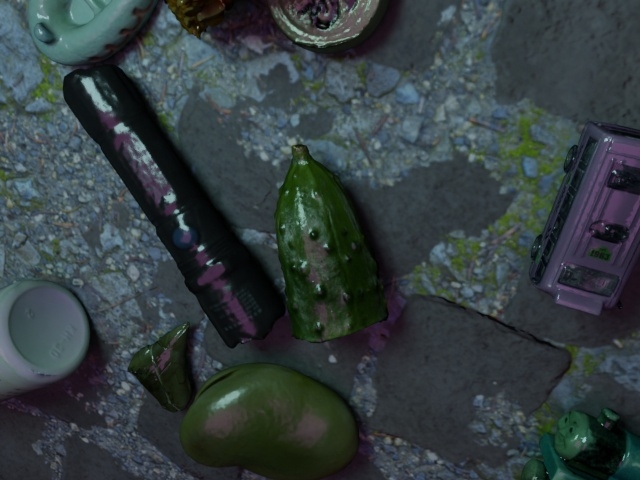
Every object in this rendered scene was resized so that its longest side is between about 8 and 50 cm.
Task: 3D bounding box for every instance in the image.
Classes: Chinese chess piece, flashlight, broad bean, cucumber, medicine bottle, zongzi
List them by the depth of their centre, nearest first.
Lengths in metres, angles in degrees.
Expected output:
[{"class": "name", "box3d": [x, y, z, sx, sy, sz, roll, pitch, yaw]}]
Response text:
[{"class": "Chinese chess piece", "box3d": [0.007, -0.285, 0.589, 0.144, 0.058, 0.144, 5, 111, 14]}, {"class": "cucumber", "box3d": [-0.001, 0.000, 0.661, 0.135, 0.134, 0.244, -7, 103, 18]}, {"class": "flashlight", "box3d": [-0.194, -0.047, 0.713, 0.103, 0.103, 0.423, -29, 98, 23]}, {"class": "broad bean", "box3d": [-0.071, 0.272, 0.791, 0.263, 0.121, 0.188, 12, 107, -4]}, {"class": "zongzi", "box3d": [-0.212, 0.215, 0.835, 0.131, 0.062, 0.154, -34, 103, 12]}, {"class": "medicine bottle", "box3d": [-0.535, 0.179, 0.847, 0.293, 0.170, 0.170, -20, 102, 21]}]

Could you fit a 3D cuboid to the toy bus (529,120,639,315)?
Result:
[{"class": "toy bus", "box3d": [0.303, -0.021, 0.570, 0.096, 0.108, 0.198, 16, 112, 10]}]

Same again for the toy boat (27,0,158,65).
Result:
[{"class": "toy boat", "box3d": [-0.292, -0.308, 0.659, 0.208, 0.079, 0.134, -36, 99, 22]}]

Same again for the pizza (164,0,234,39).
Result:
[{"class": "pizza", "box3d": [-0.070, -0.326, 0.501, 0.074, 0.287, 0.251, 32, 94, -15]}]

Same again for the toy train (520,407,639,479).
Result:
[{"class": "toy train", "box3d": [0.421, 0.326, 0.660, 0.298, 0.120, 0.194, 23, 106, 7]}]
